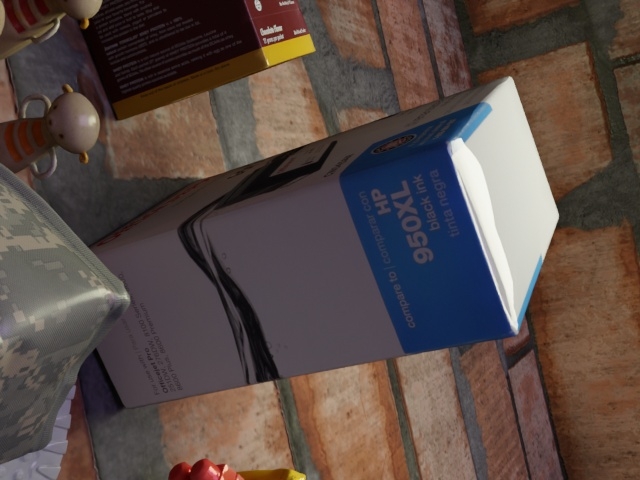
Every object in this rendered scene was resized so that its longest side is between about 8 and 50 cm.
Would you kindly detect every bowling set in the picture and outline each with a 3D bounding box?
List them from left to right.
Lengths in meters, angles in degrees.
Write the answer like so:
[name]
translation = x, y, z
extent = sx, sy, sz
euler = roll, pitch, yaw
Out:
[bowling set]
translation = -0.272, -0.192, 0.626
extent = 0.200, 0.154, 0.286
euler = -2, 79, -64

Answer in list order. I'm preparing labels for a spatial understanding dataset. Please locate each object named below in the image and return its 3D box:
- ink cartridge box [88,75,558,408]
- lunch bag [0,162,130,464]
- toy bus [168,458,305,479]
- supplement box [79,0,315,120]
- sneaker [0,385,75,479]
[ink cartridge box]
translation = 0.000, 0.000, 0.807
extent = 0.166, 0.395, 0.285
euler = 68, 27, -12
[lunch bag]
translation = -0.298, 0.010, 0.445
extent = 0.287, 0.169, 0.235
euler = 43, 25, 17
[toy bus]
translation = -0.043, 0.284, 0.798
extent = 0.211, 0.220, 0.149
euler = 52, 40, -29
[supplement box]
translation = -0.140, -0.255, 0.873
extent = 0.129, 0.192, 0.194
euler = -42, 115, -61
[sneaker]
translation = -0.244, 0.120, 0.621
extent = 0.090, 0.095, 0.235
euler = 34, 68, -50
